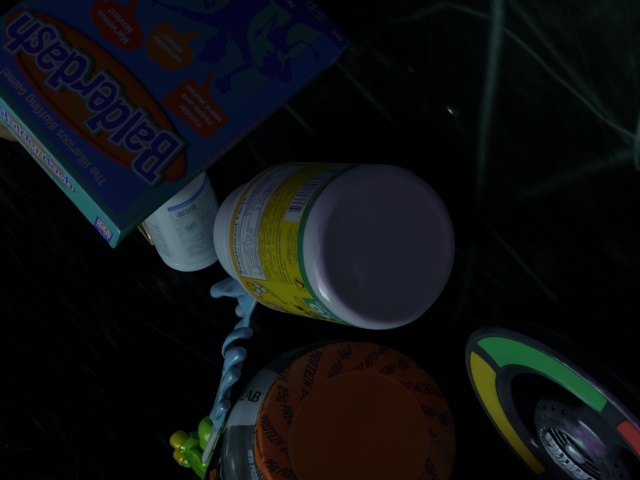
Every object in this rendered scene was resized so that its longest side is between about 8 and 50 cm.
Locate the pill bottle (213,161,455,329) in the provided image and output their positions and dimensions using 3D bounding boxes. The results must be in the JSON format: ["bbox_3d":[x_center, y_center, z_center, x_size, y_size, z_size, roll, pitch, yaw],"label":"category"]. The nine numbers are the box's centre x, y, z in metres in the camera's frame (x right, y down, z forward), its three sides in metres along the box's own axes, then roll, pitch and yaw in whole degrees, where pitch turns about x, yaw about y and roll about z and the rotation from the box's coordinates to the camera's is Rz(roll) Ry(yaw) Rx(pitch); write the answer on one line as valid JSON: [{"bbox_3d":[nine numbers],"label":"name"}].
[{"bbox_3d":[0.000,0.000,1.287,0.117,0.117,0.208,56,159,-19],"label":"pill bottle"}]

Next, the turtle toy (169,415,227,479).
[{"bbox_3d":[-0.136,0.264,2.170,0.095,0.066,0.130,42,159,20],"label":"turtle toy"}]

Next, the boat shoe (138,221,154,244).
[{"bbox_3d":[-0.201,-0.057,1.705,0.170,0.059,0.063,38,158,28],"label":"boat shoe"}]

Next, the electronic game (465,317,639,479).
[{"bbox_3d":[0.192,0.147,1.254,0.229,0.048,0.229,42,160,19],"label":"electronic game"}]

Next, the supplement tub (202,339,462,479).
[{"bbox_3d":[0.006,0.210,1.542,0.207,0.207,0.338,46,161,8],"label":"supplement tub"}]

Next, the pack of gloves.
[{"bbox_3d":[-0.081,0.073,1.497,0.046,0.195,0.232,18,160,-3],"label":"pack of gloves"}]

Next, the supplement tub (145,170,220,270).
[{"bbox_3d":[-0.129,-0.030,1.584,0.071,0.071,0.107,36,157,33],"label":"supplement tub"}]

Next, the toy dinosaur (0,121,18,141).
[{"bbox_3d":[-0.320,-0.146,1.716,0.295,0.127,0.200,32,162,17],"label":"toy dinosaur"}]

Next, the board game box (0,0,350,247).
[{"bbox_3d":[-0.110,-0.122,1.150,0.160,0.210,0.047,47,161,2],"label":"board game box"}]
